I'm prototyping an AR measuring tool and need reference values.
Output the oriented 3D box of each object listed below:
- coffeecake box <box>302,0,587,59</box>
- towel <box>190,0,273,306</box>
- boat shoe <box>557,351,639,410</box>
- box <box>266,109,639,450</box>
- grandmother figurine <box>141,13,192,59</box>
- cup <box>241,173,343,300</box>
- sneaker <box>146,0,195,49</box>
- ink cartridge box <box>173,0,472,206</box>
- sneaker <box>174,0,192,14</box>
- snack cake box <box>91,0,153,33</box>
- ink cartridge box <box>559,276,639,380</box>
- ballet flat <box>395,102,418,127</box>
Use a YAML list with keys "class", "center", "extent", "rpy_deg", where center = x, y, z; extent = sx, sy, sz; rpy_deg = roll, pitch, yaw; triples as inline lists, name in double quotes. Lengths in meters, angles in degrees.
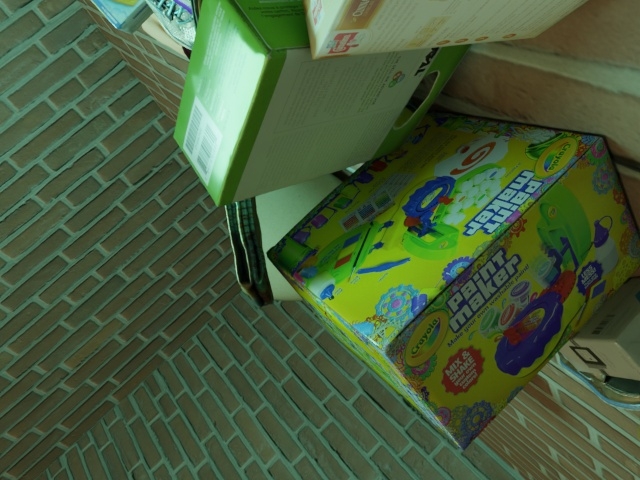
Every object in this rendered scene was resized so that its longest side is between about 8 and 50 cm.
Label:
- class: "coffeecake box"
  center: [0.090, -0.182, 0.384]
  extent: [0.142, 0.186, 0.068]
  rpy_deg: [168, 92, -79]
- class: "towel"
  center: [-0.107, -0.106, 0.770]
  extent: [0.271, 0.040, 0.369]
  rpy_deg: [96, 163, -79]
- class: "boat shoe"
  center: [0.407, 0.185, 0.851]
  extent: [0.066, 0.066, 0.183]
  rpy_deg: [52, 169, -18]
- class: "box"
  center: [0.139, 0.018, 0.675]
  extent: [0.177, 0.290, 0.279]
  rpy_deg: [53, 170, -30]
- class: "grandmother figurine"
  center: [-0.278, -0.427, 1.289]
  extent: [0.342, 0.104, 0.208]
  rpy_deg: [45, -179, 26]
- class: "cup"
  center: [0.000, 0.000, 1.285]
  extent: [0.237, 0.331, 0.331]
  rpy_deg: [18, 161, 16]
- class: "sneaker"
  center: [-0.292, -0.459, 1.072]
  extent: [0.283, 0.110, 0.122]
  rpy_deg: [49, -166, -12]
- class: "ink cartridge box"
  center: [0.006, -0.152, 0.574]
  extent: [0.097, 0.255, 0.188]
  rpy_deg: [55, 143, 19]
- class: "sneaker"
  center: [-0.173, -0.384, 0.986]
  extent: [0.293, 0.102, 0.146]
  rpy_deg: [44, 170, 21]
- class: "snack cake box"
  center: [-0.429, -0.567, 1.163]
  extent: [0.264, 0.152, 0.089]
  rpy_deg: [48, -169, -6]
- class: "ink cartridge box"
  center: [0.342, 0.100, 0.681]
  extent: [0.060, 0.104, 0.180]
  rpy_deg: [46, 171, 2]
- class: "ballet flat"
  center: [0.138, -0.096, 0.860]
  extent: [0.077, 0.077, 0.231]
  rpy_deg: [36, 165, 47]
